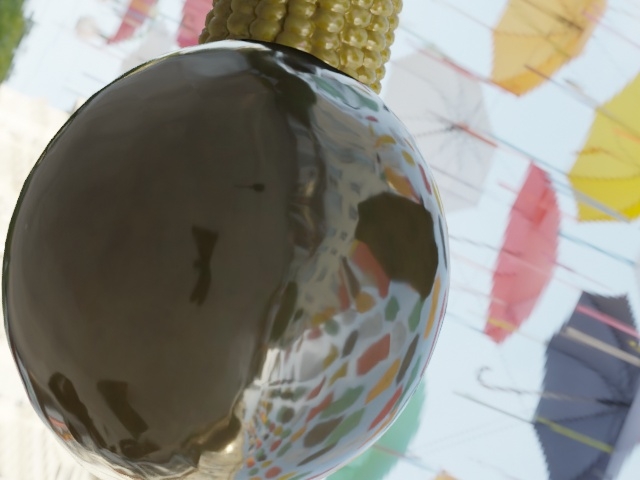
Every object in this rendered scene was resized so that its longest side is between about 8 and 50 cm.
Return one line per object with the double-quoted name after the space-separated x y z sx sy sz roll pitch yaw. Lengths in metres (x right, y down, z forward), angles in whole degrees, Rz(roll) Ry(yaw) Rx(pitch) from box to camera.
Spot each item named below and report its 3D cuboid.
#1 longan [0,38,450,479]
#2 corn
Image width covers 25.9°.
-0.047 0.023 0.672 0.248 0.248 0.248 -39 -142 40 "longan"
-0.015 -0.120 0.892 0.130 0.130 0.347 24 -82 62 "corn"
